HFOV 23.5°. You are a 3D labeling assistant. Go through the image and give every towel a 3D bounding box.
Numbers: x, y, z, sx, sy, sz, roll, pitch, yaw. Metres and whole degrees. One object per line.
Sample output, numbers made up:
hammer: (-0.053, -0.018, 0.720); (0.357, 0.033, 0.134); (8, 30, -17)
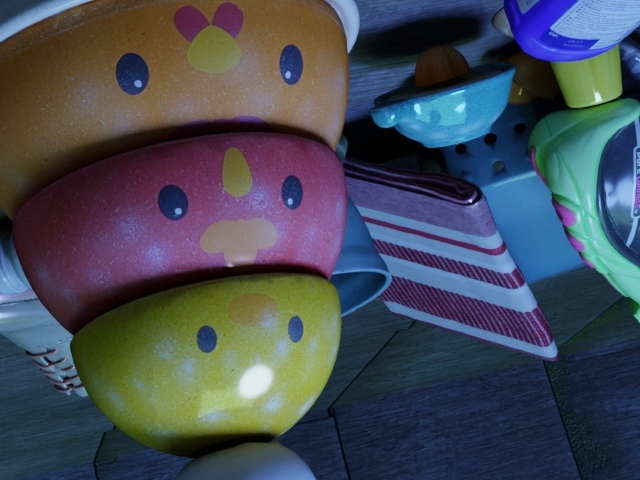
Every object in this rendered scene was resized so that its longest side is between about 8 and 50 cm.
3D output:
towel: (0.123, 0.016, 1.688); (0.237, 0.037, 0.329); (16, 156, 34)

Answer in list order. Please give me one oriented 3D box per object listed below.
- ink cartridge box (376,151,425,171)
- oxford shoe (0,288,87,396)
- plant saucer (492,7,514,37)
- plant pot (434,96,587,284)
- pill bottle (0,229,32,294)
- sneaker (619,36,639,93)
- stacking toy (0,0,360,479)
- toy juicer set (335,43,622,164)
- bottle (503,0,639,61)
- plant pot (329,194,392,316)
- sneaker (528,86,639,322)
ink cartridge box: (0.000, 0.000, 1.911); (0.307, 0.072, 0.303); (-15, 166, 7)
oxford shoe: (-0.290, 0.113, 1.812); (0.140, 0.147, 0.397); (5, 178, 37)
plant saucer: (0.204, -0.211, 1.455); (0.083, 0.015, 0.083); (-14, 165, -4)
plant pot: (0.213, -0.067, 1.704); (0.165, 0.166, 0.234); (-19, 157, 13)
pill bottle: (-0.269, 0.006, 1.621); (0.160, 0.087, 0.087); (-16, 165, 17)
sneaker: (0.345, -0.149, 1.650); (0.105, 0.115, 0.281); (-27, 141, 24)
stacking toy: (-0.086, 0.042, 1.190); (0.350, 0.480, 0.350); (-15, 164, -4)
toy juicer set: (0.105, -0.140, 1.456); (0.329, 0.090, 0.209); (-18, -168, -14)
bottle: (0.261, -0.244, 1.249); (0.118, 0.092, 0.283); (-8, 163, -27)
plant pot: (-0.100, -0.006, 1.500); (0.293, 0.196, 0.293); (-18, 167, -4)
sneaker: (0.393, -0.014, 1.589); (0.202, 0.185, 0.483); (-29, 148, 19)
